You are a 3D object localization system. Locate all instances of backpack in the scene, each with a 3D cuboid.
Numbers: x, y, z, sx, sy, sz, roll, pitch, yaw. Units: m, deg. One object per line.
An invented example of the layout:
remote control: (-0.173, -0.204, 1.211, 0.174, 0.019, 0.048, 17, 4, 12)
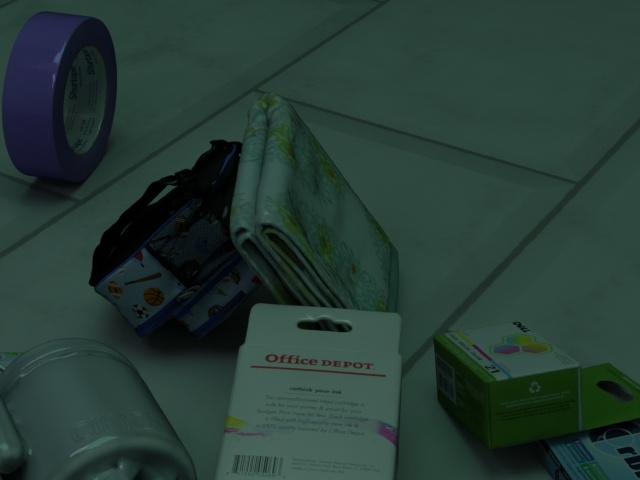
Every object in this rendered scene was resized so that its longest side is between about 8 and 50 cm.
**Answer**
backpack: (-0.185, 0.013, 2.033, 0.263, 0.213, 0.276, -34, 6, 17)

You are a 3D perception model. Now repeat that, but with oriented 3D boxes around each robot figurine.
robot figurine: (-0.272, 0.247, 1.692, 0.300, 0.199, 0.353, 26, 13, -39)

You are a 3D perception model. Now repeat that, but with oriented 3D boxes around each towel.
towel: (0.000, 0.000, 1.993, 0.090, 0.320, 0.374, -25, 28, 17)

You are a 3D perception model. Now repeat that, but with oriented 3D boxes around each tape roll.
tape roll: (-0.427, -0.237, 2.392, 0.090, 0.274, 0.275, 7, 33, 12)

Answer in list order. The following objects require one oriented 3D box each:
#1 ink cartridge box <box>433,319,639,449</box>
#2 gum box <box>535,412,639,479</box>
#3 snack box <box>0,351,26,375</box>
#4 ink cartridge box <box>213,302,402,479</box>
ink cartridge box: (0.298, 0.172, 1.876, 0.255, 0.097, 0.189, -10, 17, -14)
gum box: (0.384, 0.279, 1.800, 0.184, 0.041, 0.157, -10, 32, -15)
snack box: (-0.440, 0.191, 1.932, 0.141, 0.037, 0.100, 1, 31, 0)
ink cartridge box: (-0.009, 0.241, 1.732, 0.207, 0.119, 0.353, 4, 43, 5)
